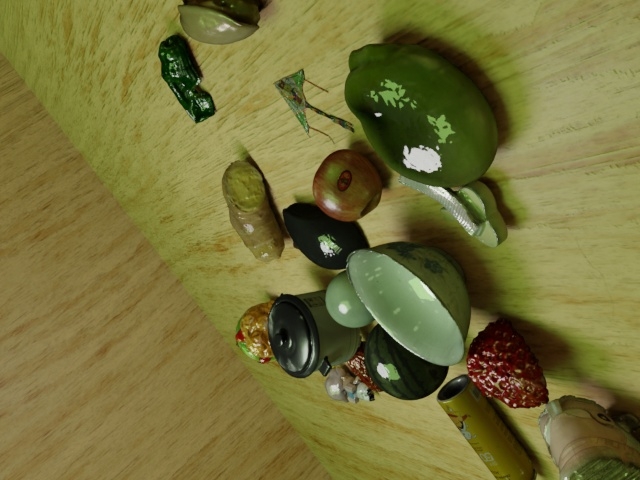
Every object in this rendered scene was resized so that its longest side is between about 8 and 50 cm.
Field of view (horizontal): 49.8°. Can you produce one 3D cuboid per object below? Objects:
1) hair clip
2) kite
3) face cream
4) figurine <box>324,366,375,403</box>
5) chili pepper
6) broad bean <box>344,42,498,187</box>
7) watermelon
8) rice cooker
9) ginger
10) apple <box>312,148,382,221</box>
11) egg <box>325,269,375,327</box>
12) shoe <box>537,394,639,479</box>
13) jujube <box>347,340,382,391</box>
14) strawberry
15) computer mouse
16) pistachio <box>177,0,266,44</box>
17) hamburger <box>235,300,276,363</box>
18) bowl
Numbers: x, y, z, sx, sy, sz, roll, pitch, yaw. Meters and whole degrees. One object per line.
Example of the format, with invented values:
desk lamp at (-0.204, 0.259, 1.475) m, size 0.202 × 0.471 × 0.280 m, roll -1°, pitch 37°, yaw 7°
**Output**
hair clip at (0.242, -0.064, 1.237) m, size 0.218 × 0.071 × 0.159 m, roll 42°, pitch 164°, yaw 18°
kite at (-0.018, -0.279, 1.465) m, size 0.244 × 0.006 × 0.198 m, roll 36°, pitch 154°, yaw 29°
face cream at (0.432, 0.503, 1.734) m, size 0.348 × 0.105 × 0.105 m, roll 53°, pitch 157°, yaw -8°
figurine at (0.090, 0.506, 2.379) m, size 0.229 × 0.112 × 0.137 m, roll 9°, pitch 130°, yaw 44°
chili pepper at (-0.353, -0.410, 1.788) m, size 0.099 × 0.083 × 0.253 m, roll 21°, pitch 149°, yaw 34°
broad bean at (0.157, -0.202, 1.118) m, size 0.291 × 0.119 × 0.238 m, roll 39°, pitch 148°, yaw 18°
watermelon at (0.206, 0.277, 1.664) m, size 0.212 × 0.212 × 0.212 m, roll 40°, pitch 156°, yaw 22°
rice cooker at (-0.030, 0.262, 1.973) m, size 0.280 × 0.227 × 0.241 m, roll 54°, pitch 134°, yaw 30°
ginger at (-0.197, -0.082, 1.963) m, size 0.190 × 0.126 × 0.354 m, roll 44°, pitch 157°, yaw 40°
apple at (0.058, -0.110, 1.422) m, size 0.131 × 0.146 × 0.146 m, roll 32°, pitch 154°, yaw 15°
egg at (0.087, 0.147, 1.751) m, size 0.149 × 0.149 × 0.192 m, roll 45°, pitch 160°, yaw 10°
shoe at (0.565, 0.428, 1.322) m, size 0.351 × 0.172 × 0.198 m, roll 41°, pitch -159°, yaw -31°
jujube at (0.153, 0.376, 2.063) m, size 0.176 × 0.109 × 0.112 m, roll 51°, pitch -165°, yaw -24°
strawberry at (0.358, 0.263, 1.377) m, size 0.236 × 0.111 × 0.190 m, roll -134°, pitch 29°, yaw -82°
computer mouse at (0.000, 0.000, 1.751) m, size 0.269 × 0.100 × 0.170 m, roll 14°, pitch 136°, yaw 55°
pistachio at (-0.196, -0.453, 1.366) m, size 0.215 × 0.144 × 0.144 m, roll 19°, pitch 143°, yaw 41°
hamburger at (-0.188, 0.324, 2.459) m, size 0.237 × 0.237 × 0.149 m, roll 47°, pitch 154°, yaw 5°
bowl at (0.216, 0.099, 1.444) m, size 0.313 × 0.146 × 0.313 m, roll 40°, pitch 157°, yaw 21°
